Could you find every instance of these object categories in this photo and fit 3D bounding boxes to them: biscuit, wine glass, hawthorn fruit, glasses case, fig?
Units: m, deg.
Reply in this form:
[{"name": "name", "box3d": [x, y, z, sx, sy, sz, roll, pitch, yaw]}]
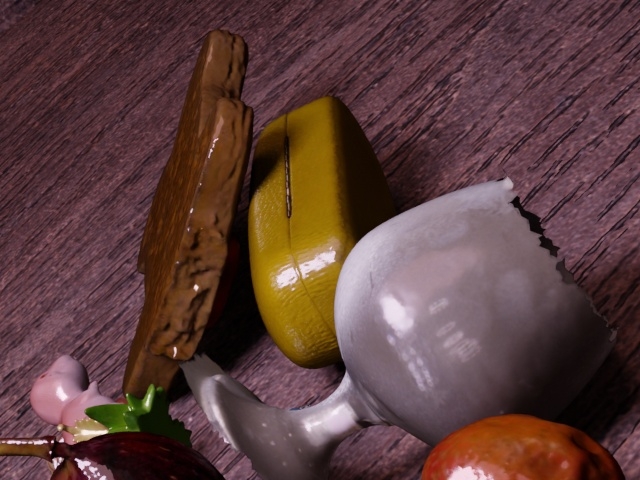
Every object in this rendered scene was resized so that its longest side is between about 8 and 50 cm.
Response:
[{"name": "biscuit", "box3d": [-0.140, -0.024, 1.660, 0.394, 0.076, 0.368, -104, 31, -65]}, {"name": "wine glass", "box3d": [0.076, 0.101, 1.252, 0.323, 0.238, 0.238, -35, 29, 6]}, {"name": "hawthorn fruit", "box3d": [0.209, 0.217, 1.068, 0.285, 0.165, 0.165, 9, 48, 23]}, {"name": "glasses case", "box3d": [0.000, 0.000, 1.528, 0.141, 0.173, 0.371, -27, 28, 13]}, {"name": "fig", "box3d": [-0.175, 0.235, 1.295, 0.203, 0.250, 0.186, 7, 40, 49]}]

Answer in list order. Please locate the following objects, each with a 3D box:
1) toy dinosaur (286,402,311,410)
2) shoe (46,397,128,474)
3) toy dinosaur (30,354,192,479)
[{"name": "toy dinosaur", "box3d": [-0.033, 0.183, 1.443, 0.083, 0.030, 0.047, -13, 38, 34]}, {"name": "shoe", "box3d": [-0.250, 0.215, 1.584, 0.072, 0.069, 0.109, 21, 67, 14]}, {"name": "toy dinosaur", "box3d": [-0.239, 0.193, 1.477, 0.177, 0.152, 0.194, -1, 58, 23]}]
